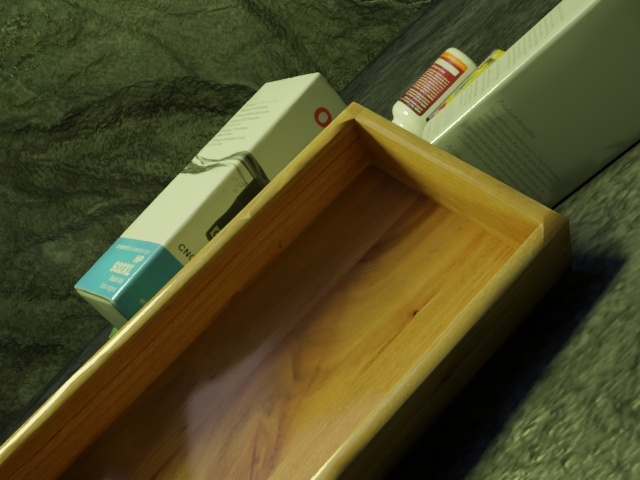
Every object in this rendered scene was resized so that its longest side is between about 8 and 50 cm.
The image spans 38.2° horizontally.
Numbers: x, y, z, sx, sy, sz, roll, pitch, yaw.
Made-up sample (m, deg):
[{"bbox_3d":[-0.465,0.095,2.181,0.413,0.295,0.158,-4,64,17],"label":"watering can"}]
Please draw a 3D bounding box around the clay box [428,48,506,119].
[{"bbox_3d":[0.201,-0.161,1.103,0.127,0.053,0.222,-45,10,11],"label":"clay box"}]

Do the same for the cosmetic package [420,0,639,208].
[{"bbox_3d":[0.203,-0.118,0.774,0.231,0.117,0.085,-41,13,24],"label":"cosmetic package"}]

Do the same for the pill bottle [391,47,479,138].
[{"bbox_3d":[0.155,-0.182,1.265,0.152,0.086,0.086,-46,11,2],"label":"pill bottle"}]

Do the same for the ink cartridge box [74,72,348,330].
[{"bbox_3d":[-0.055,0.014,0.949,0.307,0.223,0.129,-50,24,-18],"label":"ink cartridge box"}]

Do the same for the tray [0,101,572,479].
[{"bbox_3d":[-0.035,0.099,0.642,0.411,0.203,0.076,-46,-34,-14],"label":"tray"}]

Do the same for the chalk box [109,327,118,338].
[{"bbox_3d":[-0.215,0.106,1.508,0.213,0.132,0.132,-42,12,22],"label":"chalk box"}]
